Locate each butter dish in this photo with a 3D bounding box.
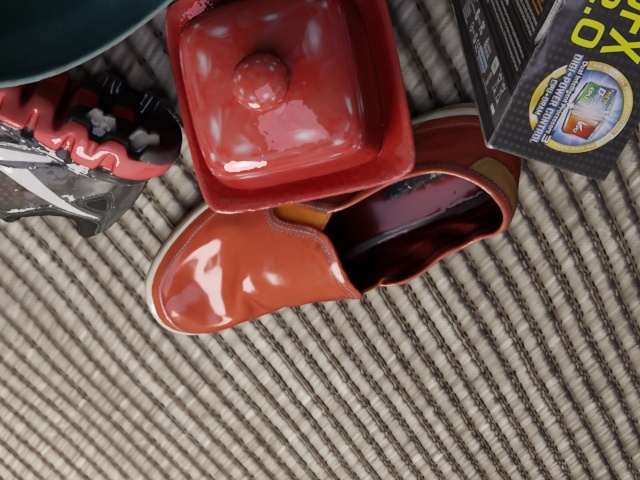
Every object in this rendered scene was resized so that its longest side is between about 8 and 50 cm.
[{"bbox_3d":[-0.029,-0.101,0.559,0.160,0.118,0.160,-11,96,10],"label":"butter dish"}]

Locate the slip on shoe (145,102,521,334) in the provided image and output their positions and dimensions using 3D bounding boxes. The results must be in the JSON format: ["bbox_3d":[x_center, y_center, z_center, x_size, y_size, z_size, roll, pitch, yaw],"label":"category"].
[{"bbox_3d":[0.000,0.000,0.666,0.331,0.101,0.123,-22,124,18],"label":"slip on shoe"}]

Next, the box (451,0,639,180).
[{"bbox_3d":[0.136,-0.189,0.422,0.060,0.270,0.216,16,124,-9],"label":"box"}]

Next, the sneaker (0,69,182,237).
[{"bbox_3d":[-0.246,-0.087,0.610,0.276,0.097,0.135,25,120,-17],"label":"sneaker"}]

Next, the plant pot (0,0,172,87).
[{"bbox_3d":[-0.150,-0.248,0.408,0.196,0.293,0.293,44,119,5],"label":"plant pot"}]
